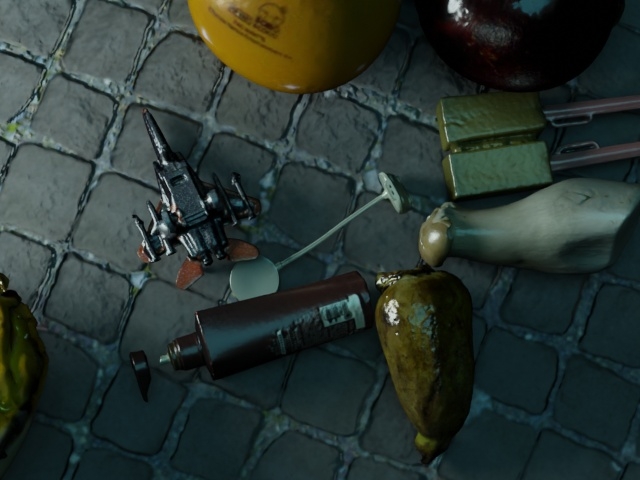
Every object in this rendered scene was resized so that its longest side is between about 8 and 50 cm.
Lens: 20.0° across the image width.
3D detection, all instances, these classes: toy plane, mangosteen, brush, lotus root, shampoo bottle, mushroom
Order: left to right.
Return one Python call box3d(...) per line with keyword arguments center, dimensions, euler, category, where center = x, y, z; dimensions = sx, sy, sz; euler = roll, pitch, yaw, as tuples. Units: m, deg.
box3d(center=(-0.136, -0.050, 1.773), dimensions=(0.130, 0.061, 0.189), euler=(-24, 82, -5), category="toy plane")
box3d(center=(-0.067, 0.091, 1.747), dimensions=(0.236, 0.067, 0.068), euler=(-16, 82, -7), category="shampoo bottle")
box3d(center=(0.108, 0.118, 1.738), dimensions=(0.094, 0.108, 0.190), euler=(-12, 89, 38), category="lotus root")
box3d(center=(0.191, -0.236, 1.750), dimensions=(0.210, 0.210, 0.210), euler=(0, 80, -2), category="mangosteen")
box3d(center=(0.208, -0.015, 1.761), dimensions=(0.225, 0.116, 0.093), euler=(-1, 76, 10), category="mushroom")
box3d(center=(0.237, -0.103, 1.806), dimensions=(0.233, 0.047, 0.103), euler=(-8, 80, -5), category="brush")

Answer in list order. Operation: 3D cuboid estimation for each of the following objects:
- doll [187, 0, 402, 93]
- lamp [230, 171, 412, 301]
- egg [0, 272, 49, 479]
box3d(center=(-0.012, -0.257, 1.768), dimensions=(0.213, 0.213, 0.236), euler=(38, 39, 5), category="doll")
box3d(center=(0.000, 0.000, 1.790), dimensions=(0.198, 0.056, 0.050), euler=(-32, 85, 4), category="lamp")
box3d(center=(-0.392, 0.154, 1.680), dimensions=(0.264, 0.174, 0.286), euler=(12, 55, -1), category="egg")
